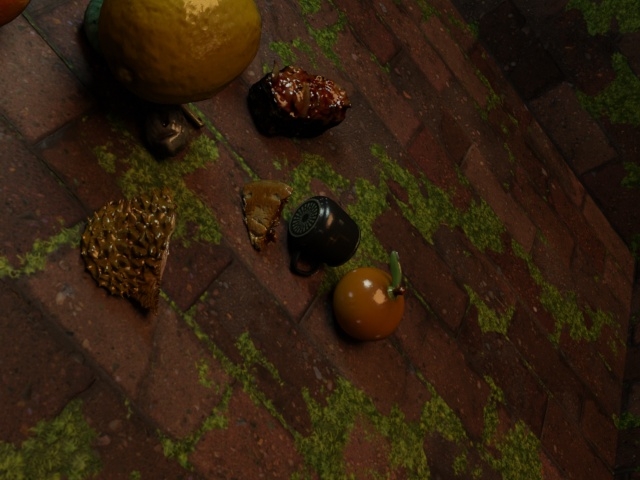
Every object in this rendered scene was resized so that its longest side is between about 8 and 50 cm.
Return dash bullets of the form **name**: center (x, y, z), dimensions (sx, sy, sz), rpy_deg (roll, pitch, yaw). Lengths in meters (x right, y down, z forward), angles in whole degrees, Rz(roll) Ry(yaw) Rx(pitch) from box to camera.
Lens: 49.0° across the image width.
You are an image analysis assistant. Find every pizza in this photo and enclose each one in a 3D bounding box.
- **pizza**: center (-0.142, -0.065, 1.874), dimensions (0.069, 0.154, 0.193), rpy_deg (18, 80, -64)

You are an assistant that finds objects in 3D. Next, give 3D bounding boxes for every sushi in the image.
- **sushi**: center (-0.069, -0.425, 2.104), dimensions (0.343, 0.182, 0.196), rpy_deg (-4, 63, -51)

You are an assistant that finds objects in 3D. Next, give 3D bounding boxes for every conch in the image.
- **conch**: center (-0.506, -0.535, 1.750), dimensions (0.188, 0.122, 0.175), rpy_deg (-47, 121, -47)

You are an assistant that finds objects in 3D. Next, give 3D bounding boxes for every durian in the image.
- **durian**: center (-0.421, -0.001, 1.537), dimensions (0.196, 0.185, 0.305), rpy_deg (14, 63, -14)

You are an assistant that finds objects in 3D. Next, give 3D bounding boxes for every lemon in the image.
- **lemon**: center (-0.340, -0.474, 1.598), dimensions (0.364, 0.364, 0.364), rpy_deg (26, 50, -35)

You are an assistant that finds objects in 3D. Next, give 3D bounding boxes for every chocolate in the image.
- **chocolate**: center (-0.393, -0.318, 1.751), dimensions (0.110, 0.110, 0.248), rpy_deg (5, 64, -46)

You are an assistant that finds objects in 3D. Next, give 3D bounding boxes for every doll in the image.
- **doll**: center (0.151, 0.163, 1.930), dimensions (0.213, 0.236, 0.213), rpy_deg (22, 52, -32)

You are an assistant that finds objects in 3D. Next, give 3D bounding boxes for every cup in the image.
- **cup**: center (0.000, 0.000, 1.953), dimensions (0.177, 0.169, 0.223), rpy_deg (33, 80, -39)

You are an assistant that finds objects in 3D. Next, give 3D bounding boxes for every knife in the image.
- **knife**: center (-0.413, -0.414, 1.855), dimensions (0.298, 0.017, 0.047), rpy_deg (45, 39, -12)

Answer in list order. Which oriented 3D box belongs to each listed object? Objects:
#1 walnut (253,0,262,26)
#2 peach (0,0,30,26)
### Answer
- **walnut**: center (-0.293, -0.627, 1.947), dimensions (0.283, 0.227, 0.282), rpy_deg (13, 66, -32)
- **peach**: center (-0.712, -0.580, 1.436), dimensions (0.289, 0.289, 0.307), rpy_deg (23, 45, -37)
